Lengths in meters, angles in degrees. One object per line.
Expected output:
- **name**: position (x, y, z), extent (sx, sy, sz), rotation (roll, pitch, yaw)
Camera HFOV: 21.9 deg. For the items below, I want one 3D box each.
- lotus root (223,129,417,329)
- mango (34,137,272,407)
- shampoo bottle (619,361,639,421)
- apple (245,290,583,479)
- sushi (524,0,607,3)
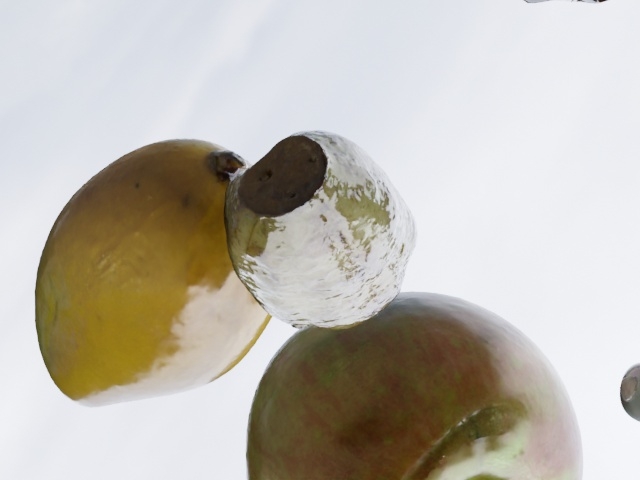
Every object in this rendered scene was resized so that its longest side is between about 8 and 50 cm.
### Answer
- **lotus root**: position (0.000, 0.000, 0.988), extent (0.110, 0.097, 0.258), rotation (-36, 166, 1)
- **mango**: position (-0.128, 0.033, 1.247), extent (0.317, 0.176, 0.119), rotation (-42, -179, 43)
- **shampoo bottle**: position (0.291, 0.133, 1.354), extent (0.072, 0.099, 0.043), rotation (-116, -133, -66)
- **apple**: position (0.083, 0.216, 1.640), extent (0.339, 0.339, 0.339), rotation (-49, -165, 17)
- **sushi**: position (0.123, -0.255, 0.639), extent (0.281, 0.294, 0.299), rotation (55, -40, 46)
